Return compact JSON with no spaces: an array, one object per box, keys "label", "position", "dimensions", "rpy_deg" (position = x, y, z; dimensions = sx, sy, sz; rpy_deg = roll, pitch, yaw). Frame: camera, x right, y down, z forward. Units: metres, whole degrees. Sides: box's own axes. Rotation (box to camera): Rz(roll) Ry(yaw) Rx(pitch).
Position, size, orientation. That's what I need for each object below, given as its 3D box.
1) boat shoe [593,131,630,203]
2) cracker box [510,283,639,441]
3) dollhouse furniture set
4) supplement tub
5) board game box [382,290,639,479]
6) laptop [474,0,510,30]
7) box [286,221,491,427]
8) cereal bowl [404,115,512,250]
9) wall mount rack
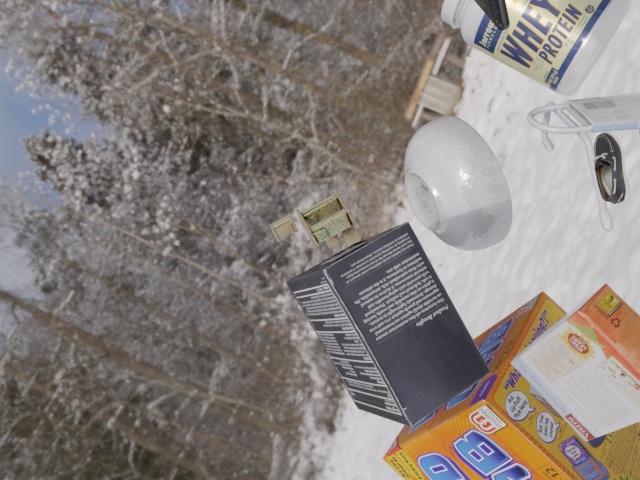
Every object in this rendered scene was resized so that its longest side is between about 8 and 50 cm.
[{"label":"boat shoe","position":[0.458,-0.117,1.159],"dimensions":[0.046,0.038,0.125],"rpy_deg":[141,127,-62]},{"label":"cracker box","position":[0.371,0.172,0.978],"dimensions":[0.067,0.155,0.232],"rpy_deg":[-37,-15,-23]},{"label":"dollhouse furniture set","position":[0.000,0.000,1.735],"dimensions":[0.182,0.101,0.161],"rpy_deg":[-28,-44,-2]},{"label":"supplement tub","position":[0.442,-0.473,1.507],"dimensions":[0.235,0.325,0.235],"rpy_deg":[-53,-13,-18]},{"label":"board game box","position":[0.428,0.404,1.526],"dimensions":[0.356,0.356,0.356],"rpy_deg":[-44,-3,-44]},{"label":"laptop","position":[0.190,-0.505,0.747],"dimensions":[0.407,0.237,0.381],"rpy_deg":[-104,-9,-49]},{"label":"box","position":[0.110,0.150,1.307],"dimensions":[0.183,0.293,0.296],"rpy_deg":[-29,1,-16]},{"label":"cereal bowl","position":[0.302,-0.120,1.745],"dimensions":[0.141,0.338,0.339],"rpy_deg":[-25,-21,-13]},{"label":"wall mount rack","position":[0.550,-0.159,1.280],"dimensions":[0.304,0.350,0.130],"rpy_deg":[-102,7,-55]}]
